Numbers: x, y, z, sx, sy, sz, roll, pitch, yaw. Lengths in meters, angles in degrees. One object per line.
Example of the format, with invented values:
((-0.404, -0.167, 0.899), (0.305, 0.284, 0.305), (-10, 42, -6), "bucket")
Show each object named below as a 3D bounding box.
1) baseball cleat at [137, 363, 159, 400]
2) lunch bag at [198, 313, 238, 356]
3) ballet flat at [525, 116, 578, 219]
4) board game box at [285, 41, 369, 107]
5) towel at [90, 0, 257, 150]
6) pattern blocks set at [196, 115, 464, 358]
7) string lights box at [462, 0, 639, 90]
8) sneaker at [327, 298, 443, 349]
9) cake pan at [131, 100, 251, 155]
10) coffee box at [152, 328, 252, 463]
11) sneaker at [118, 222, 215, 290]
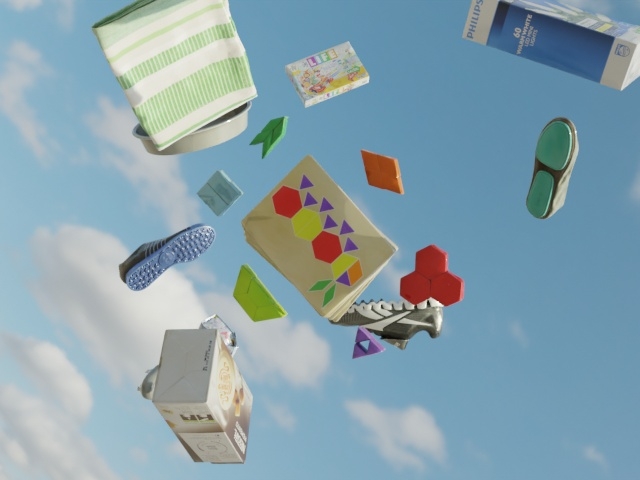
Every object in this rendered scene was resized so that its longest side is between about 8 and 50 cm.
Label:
((-0.259, 0.273, 1.866), (0.109, 0.206, 0.072), (7, -80, 28), "baseball cleat")
((-0.192, 0.193, 1.781), (0.083, 0.053, 0.071), (44, -48, 22), "lunch bag")
((0.405, -0.131, 1.637), (0.072, 0.068, 0.213), (37, -41, 30), "ballet flat")
((0.014, -0.362, 2.070), (0.103, 0.154, 0.026), (62, -12, 22), "board game box")
((-0.251, -0.326, 1.746), (0.038, 0.248, 0.324), (53, -12, 33), "towel")
((0.000, 0.000, 1.224), (0.285, 0.026, 0.324), (-35, -95, 20), "pattern blocks set")
((0.368, -0.318, 1.473), (0.260, 0.133, 0.076), (24, -60, 21), "string lights box")
((0.131, 0.164, 1.859), (0.078, 0.234, 0.106), (31, 53, -83), "sneaker")
((-0.302, -0.274, 2.279), (0.293, 0.293, 0.054), (15, -54, 48), "cake pan")
((-0.197, 0.273, 1.638), (0.098, 0.141, 0.246), (-2, -37, 11), "coffee box")
((-0.351, 0.022, 2.144), (0.090, 0.232, 0.081), (42, -22, 51), "sneaker")
